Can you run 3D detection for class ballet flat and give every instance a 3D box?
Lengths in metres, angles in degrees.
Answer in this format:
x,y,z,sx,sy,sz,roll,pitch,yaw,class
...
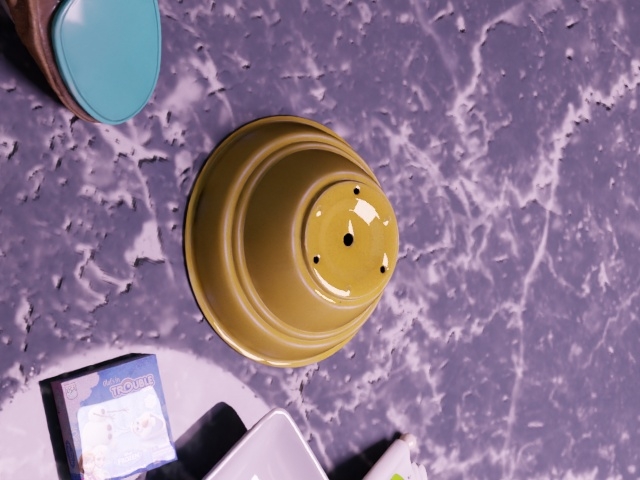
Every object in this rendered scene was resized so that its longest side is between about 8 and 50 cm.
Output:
x,y,z,sx,sy,sz,roll,pitch,yaw,class
-0.206,-0.214,1.272,0.116,0.124,0.342,-49,156,-15,ballet flat

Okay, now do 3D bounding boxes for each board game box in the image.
x,y,z,sx,sy,sz,roll,pitch,yaw,class
-0.163,0.144,1.387,0.090,0.020,0.090,-16,98,-37,board game box

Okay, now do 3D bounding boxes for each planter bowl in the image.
x,y,z,sx,sy,sz,roll,pitch,yaw,class
0.000,0.000,1.472,0.217,0.090,0.217,1,88,-38,planter bowl

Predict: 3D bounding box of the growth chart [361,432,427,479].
x,y,z,sx,sy,sz,roll,pitch,yaw,class
0.093,0.292,1.548,0.237,0.021,0.172,61,33,-19,growth chart

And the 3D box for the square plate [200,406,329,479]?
x,y,z,sx,sy,sz,roll,pitch,yaw,class
-0.073,0.372,1.434,0.344,0.049,0.347,-41,113,-30,square plate
